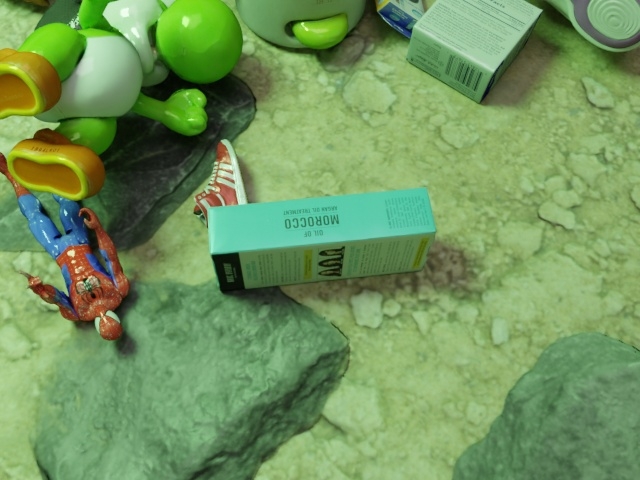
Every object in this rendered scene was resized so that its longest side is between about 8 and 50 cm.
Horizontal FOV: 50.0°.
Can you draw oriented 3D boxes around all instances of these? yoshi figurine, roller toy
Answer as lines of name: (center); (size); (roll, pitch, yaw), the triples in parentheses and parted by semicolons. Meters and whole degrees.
yoshi figurine: (-0.209, -0.209, 0.802); (0.203, 0.203, 0.362); (37, 42, -9)
roller toy: (-0.029, -0.379, 0.938); (0.209, 0.146, 0.191); (27, 65, 12)

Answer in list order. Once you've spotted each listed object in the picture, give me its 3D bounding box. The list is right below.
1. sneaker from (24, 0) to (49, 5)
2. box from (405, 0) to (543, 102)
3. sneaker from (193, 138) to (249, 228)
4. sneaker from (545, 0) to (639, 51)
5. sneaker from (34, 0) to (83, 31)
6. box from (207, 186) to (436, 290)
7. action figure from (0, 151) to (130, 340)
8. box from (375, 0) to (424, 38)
sneaker: (-0.358, -0.455, 1.002); (0.123, 0.106, 0.290); (28, 74, 2)
box: (0.208, -0.280, 0.937); (0.126, 0.072, 0.137); (35, 68, 13)
sneaker: (-0.129, -0.069, 0.839); (0.067, 0.042, 0.119); (-12, 67, -11)
sneaker: (0.323, -0.379, 0.942); (0.305, 0.114, 0.152); (44, 30, -5)
sneaker: (-0.281, -0.377, 0.921); (0.106, 0.162, 0.281); (40, 69, 17)
box: (0.000, 0.000, 0.777); (0.244, 0.100, 0.060); (-5, 62, -5)
action figure: (-0.294, -0.016, 0.761); (0.091, 0.139, 0.280); (-29, 70, -14)
box: (0.109, -0.352, 0.971); (0.081, 0.028, 0.136); (17, 54, -39)
